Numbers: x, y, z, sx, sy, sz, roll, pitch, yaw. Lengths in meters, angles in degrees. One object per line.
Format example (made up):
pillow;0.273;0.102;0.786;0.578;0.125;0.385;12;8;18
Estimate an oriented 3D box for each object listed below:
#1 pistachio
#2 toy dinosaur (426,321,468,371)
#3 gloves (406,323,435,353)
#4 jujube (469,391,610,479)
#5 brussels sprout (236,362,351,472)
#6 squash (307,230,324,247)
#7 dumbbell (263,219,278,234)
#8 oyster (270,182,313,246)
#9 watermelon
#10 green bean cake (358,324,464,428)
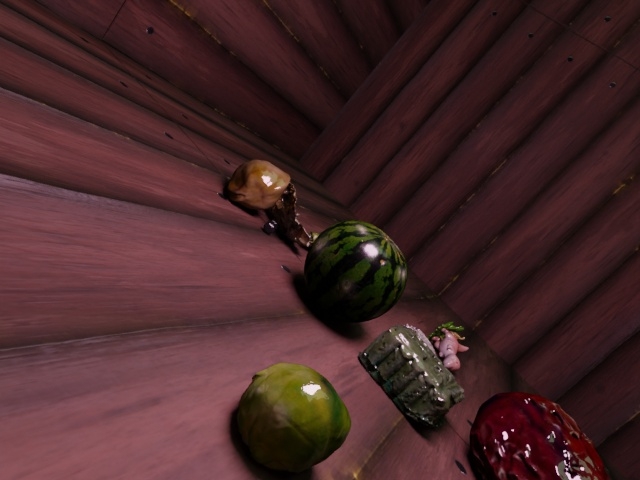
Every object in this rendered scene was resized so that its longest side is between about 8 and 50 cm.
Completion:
pistachio;-0.214;-0.201;1.442;0.212;0.163;0.260;-9;28;-11
toy dinosaur;0.527;0.425;1.672;0.194;0.152;0.177;18;33;-47
gloves;0.338;0.359;1.452;0.114;0.070;0.153;33;17;-36
jujube;0.490;0.506;0.956;0.258;0.258;0.377;39;11;-13
brussels sprout;-0.032;0.237;0.595;0.149;0.122;0.151;51;16;26
squash;-0.001;0.002;1.627;0.071;0.080;0.318;36;12;11
dumbbell;-0.164;-0.046;1.391;0.035;0.040;0.083;11;12;3
oyster;-0.118;-0.099;1.478;0.354;0.107;0.201;-119;-165;-61
watermelon;0.096;0.086;1.158;0.285;0.285;0.285;39;12;-10
green bean cake;0.248;0.347;1.093;0.255;0.132;0.241;48;10;29
